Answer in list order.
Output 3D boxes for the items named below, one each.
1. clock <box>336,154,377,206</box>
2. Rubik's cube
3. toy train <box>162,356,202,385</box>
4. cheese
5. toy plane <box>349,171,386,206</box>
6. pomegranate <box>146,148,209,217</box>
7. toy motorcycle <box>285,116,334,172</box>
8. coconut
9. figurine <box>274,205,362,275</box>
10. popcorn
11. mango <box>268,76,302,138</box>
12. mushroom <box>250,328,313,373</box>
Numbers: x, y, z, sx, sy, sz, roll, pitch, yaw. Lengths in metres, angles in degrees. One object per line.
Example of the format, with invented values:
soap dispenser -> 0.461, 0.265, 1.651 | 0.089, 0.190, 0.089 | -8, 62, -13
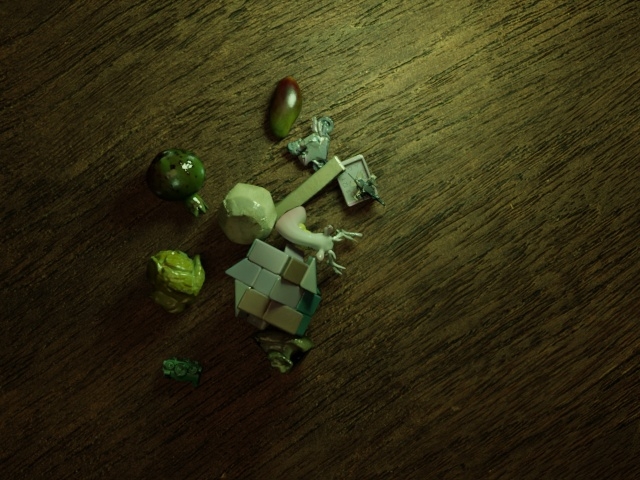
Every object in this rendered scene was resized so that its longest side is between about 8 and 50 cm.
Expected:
clock -> 0.154, -0.264, 1.919 | 0.150, 0.063, 0.197 | -22, 91, 1
Rubik's cube -> -0.176, 0.192, 1.794 | 0.367, 0.387, 0.359 | 27, 87, 18
toy train -> -0.620, 0.585, 1.938 | 0.178, 0.071, 0.105 | 10, 102, -1
cheese -> -0.063, -0.216, 1.906 | 0.400, 0.034, 0.085 | -39, 86, 11
toy plane -> 0.216, -0.207, 1.855 | 0.188, 0.062, 0.135 | 41, 90, 0
pomegranate -> -0.583, -0.254, 1.857 | 0.305, 0.242, 0.242 | 37, 91, -21
toy motorcycle -> -0.051, -0.425, 1.894 | 0.203, 0.108, 0.240 | 7, 91, 0
coconut -> -0.308, -0.120, 1.840 | 0.244, 0.247, 0.245 | 2, 129, 2
figurine -> 0.005, -0.012, 1.856 | 0.315, 0.284, 0.207 | 37, 98, 26
popcorn -> -0.632, 0.169, 1.862 | 0.225, 0.276, 0.277 | -3, 91, -36
mango -> -0.151, -0.582, 1.893 | 0.133, 0.111, 0.268 | 13, 96, -11
mushroom -> -0.165, 0.440, 1.833 | 0.212, 0.292, 0.217 | -42, 77, -1
